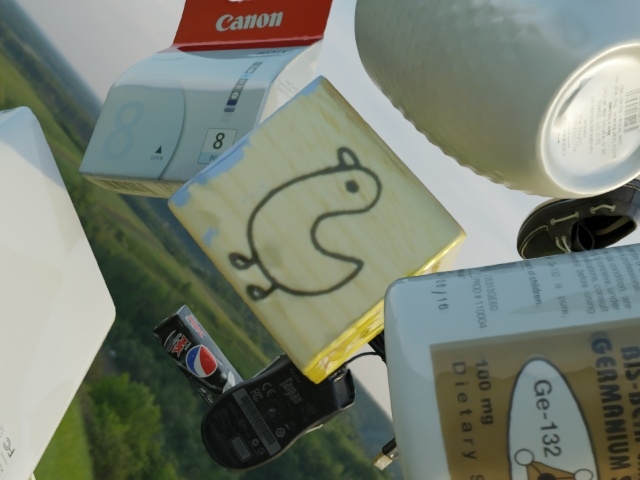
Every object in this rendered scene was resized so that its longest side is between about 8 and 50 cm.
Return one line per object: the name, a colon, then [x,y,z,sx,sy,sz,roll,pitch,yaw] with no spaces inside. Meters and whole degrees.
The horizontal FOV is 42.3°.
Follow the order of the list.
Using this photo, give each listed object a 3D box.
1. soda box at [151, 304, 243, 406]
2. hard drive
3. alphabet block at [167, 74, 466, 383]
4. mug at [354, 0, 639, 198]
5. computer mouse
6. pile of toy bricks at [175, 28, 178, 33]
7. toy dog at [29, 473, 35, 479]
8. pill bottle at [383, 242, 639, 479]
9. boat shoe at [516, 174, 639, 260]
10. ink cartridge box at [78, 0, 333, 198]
soda box: [-0.189,0.187,1.303,0.169,0.053,0.060,54,9,-7]
hard drive: [-0.262,0.060,0.638,0.353,0.047,0.233,-82,159,-63]
alphabet block: [0.000,0.000,0.797,0.197,0.192,0.193,49,-4,12]
mug: [0.223,-0.239,0.872,0.328,0.276,0.374,-121,-152,-50]
computer mouse: [0.004,0.201,0.966,0.184,0.262,0.060,52,-1,3]
pile of toy bricks: [-0.134,-0.315,1.372,0.212,0.118,0.105,42,24,10]
toy dog: [-0.493,0.363,1.038,0.408,0.284,0.395,45,-20,9]
pill bottle: [0.154,0.068,0.417,0.131,0.229,0.131,-9,90,-80]
boat shoe: [0.295,-0.011,0.961,0.075,0.065,0.206,33,-34,-13]
ink cartridge box: [-0.153,-0.244,1.163,0.308,0.384,0.091,7,-14,36]
